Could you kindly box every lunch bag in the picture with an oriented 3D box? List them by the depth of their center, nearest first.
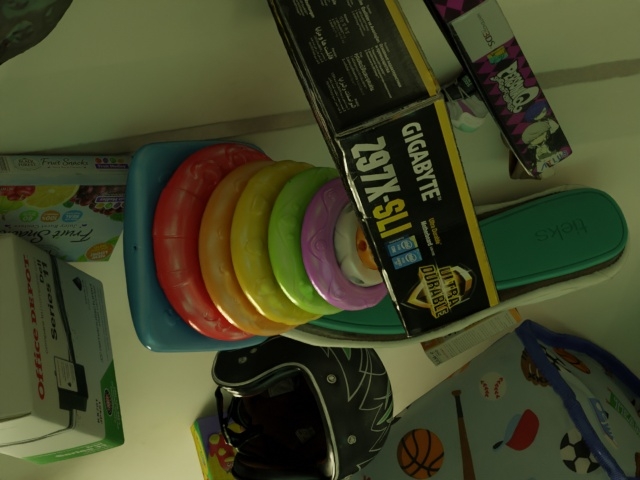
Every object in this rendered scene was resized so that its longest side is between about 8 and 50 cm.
[{"bbox_3d":[0.217,0.275,2.104,0.328,0.239,0.385,-35,160,16],"label":"lunch bag"}]

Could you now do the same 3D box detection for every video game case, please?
[{"bbox_3d":[0.090,-0.184,1.396,0.042,0.232,0.210,-30,145,6],"label":"video game case"}]

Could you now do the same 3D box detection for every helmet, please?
[{"bbox_3d":[-0.011,0.152,1.840,0.162,0.169,0.169,-5,147,11],"label":"helmet"}]

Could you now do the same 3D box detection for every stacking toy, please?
[{"bbox_3d":[0.000,0.000,1.524,0.302,0.175,0.166,-3,180,44],"label":"stacking toy"}]

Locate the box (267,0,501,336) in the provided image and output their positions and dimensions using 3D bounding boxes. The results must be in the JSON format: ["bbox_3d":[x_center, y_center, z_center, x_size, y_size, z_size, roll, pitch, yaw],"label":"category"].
[{"bbox_3d":[0.019,-0.128,1.349,0.079,0.322,0.257,-21,145,-1],"label":"box"}]

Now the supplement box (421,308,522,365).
[{"bbox_3d":[0.139,0.071,1.919,0.098,0.062,0.036,-29,146,7],"label":"supplement box"}]

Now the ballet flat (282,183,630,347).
[{"bbox_3d":[0.096,0.036,1.807,0.400,0.139,0.139,-9,143,-21],"label":"ballet flat"}]

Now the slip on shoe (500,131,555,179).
[{"bbox_3d":[0.180,-0.096,1.735,0.041,0.051,0.135,-13,152,6],"label":"slip on shoe"}]

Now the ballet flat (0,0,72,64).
[{"bbox_3d":[-0.261,-0.141,1.414,0.084,0.058,0.250,25,119,-33],"label":"ballet flat"}]

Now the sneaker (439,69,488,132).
[{"bbox_3d":[0.114,-0.128,1.662,0.098,0.038,0.069,-2,140,-43],"label":"sneaker"}]

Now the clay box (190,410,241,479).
[{"bbox_3d":[-0.040,0.273,1.945,0.127,0.222,0.053,-13,166,-15],"label":"clay box"}]

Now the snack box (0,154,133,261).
[{"bbox_3d":[-0.228,-0.025,1.595,0.141,0.037,0.100,-1,142,-29],"label":"snack box"}]

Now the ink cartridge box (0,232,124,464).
[{"bbox_3d":[-0.241,0.091,1.586,0.087,0.153,0.208,-12,166,12],"label":"ink cartridge box"}]
